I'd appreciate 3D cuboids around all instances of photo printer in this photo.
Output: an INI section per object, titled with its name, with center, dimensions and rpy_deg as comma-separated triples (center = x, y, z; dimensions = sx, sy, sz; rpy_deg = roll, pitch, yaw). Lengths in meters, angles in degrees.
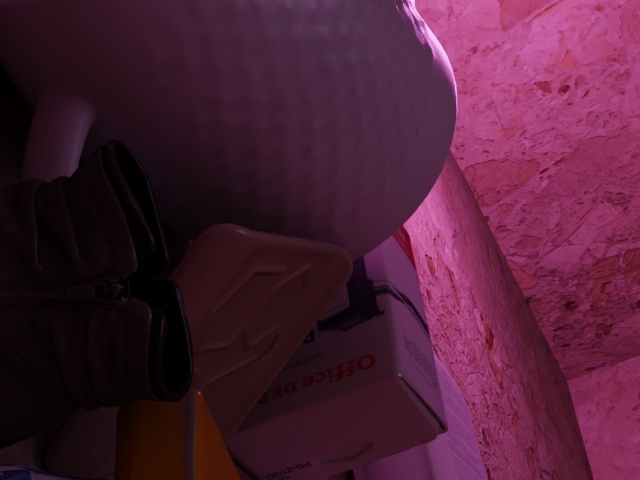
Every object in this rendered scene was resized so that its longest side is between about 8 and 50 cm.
[photo printer]
center = 0.118, 0.255, 1.074
dimensions = 0.256, 0.107, 0.307
rpy_deg = 48, 24, -48

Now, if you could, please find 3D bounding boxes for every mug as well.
[mug]
center = -0.096, -0.108, 0.687
dimensions = 0.328, 0.276, 0.374
rpy_deg = 37, 64, -52

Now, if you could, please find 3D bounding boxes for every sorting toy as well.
[sorting toy]
center = -0.074, 0.071, 0.622
dimensions = 0.038, 0.193, 0.208
rpy_deg = 39, 9, 21

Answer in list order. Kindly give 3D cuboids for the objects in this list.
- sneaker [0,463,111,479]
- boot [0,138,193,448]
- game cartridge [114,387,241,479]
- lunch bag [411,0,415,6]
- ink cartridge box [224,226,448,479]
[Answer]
[sneaker]
center = -0.168, 0.129, 0.396
dimensions = 0.211, 0.081, 0.080
rpy_deg = 17, 52, -69
[boot]
center = -0.160, -0.016, 0.473
dimensions = 0.246, 0.161, 0.083
rpy_deg = 68, 17, 6
[game cartridge]
center = -0.052, 0.285, 0.467
dimensions = 0.285, 0.053, 0.323
rpy_deg = 78, 6, -48
[lunch bag]
center = 0.065, -0.301, 1.265
dimensions = 0.221, 0.138, 0.293
rpy_deg = -19, 97, -66
[ink cartridge box]
center = 0.002, 0.082, 0.829
dimensions = 0.100, 0.172, 0.237
rpy_deg = 52, 22, -40
